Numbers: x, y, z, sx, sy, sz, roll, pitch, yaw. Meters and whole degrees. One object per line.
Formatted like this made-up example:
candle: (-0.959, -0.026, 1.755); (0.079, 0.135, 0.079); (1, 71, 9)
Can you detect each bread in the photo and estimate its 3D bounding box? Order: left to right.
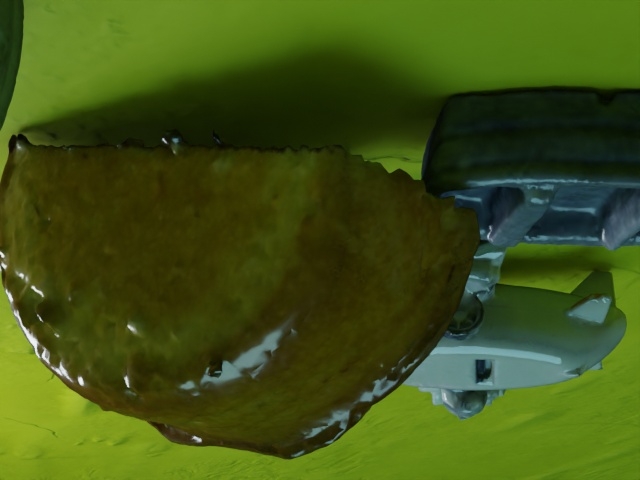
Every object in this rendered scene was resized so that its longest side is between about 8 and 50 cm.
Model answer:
bread: (-0.074, 0.042, 0.783); (0.340, 0.179, 0.194); (5, 163, 32)

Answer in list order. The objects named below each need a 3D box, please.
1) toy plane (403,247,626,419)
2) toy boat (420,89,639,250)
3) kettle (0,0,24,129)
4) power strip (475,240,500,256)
toy plane: (0.155, 0.078, 1.085); (0.244, 0.117, 0.245); (3, 143, 2)
toy boat: (0.204, -0.041, 0.809); (0.282, 0.078, 0.127); (1, 159, -7)
kettle: (-0.300, -0.077, 0.530); (0.376, 0.250, 0.361); (-16, -177, 41)
power strip: (0.149, -0.011, 0.959); (0.017, 0.027, 0.083); (17, 152, -38)
